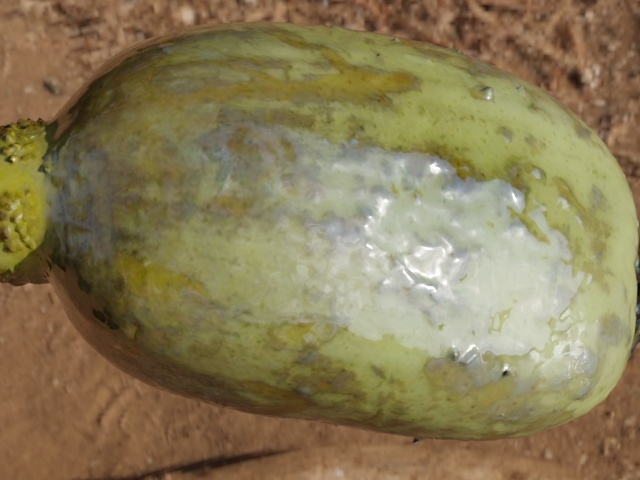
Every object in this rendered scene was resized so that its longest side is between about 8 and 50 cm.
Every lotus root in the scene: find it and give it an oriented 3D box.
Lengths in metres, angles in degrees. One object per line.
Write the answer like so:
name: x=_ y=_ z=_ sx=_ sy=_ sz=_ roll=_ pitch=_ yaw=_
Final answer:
lotus root: x=0.000 y=0.000 z=0.561 sx=0.309 sy=0.173 sz=0.173 roll=8 pitch=46 yaw=-23
